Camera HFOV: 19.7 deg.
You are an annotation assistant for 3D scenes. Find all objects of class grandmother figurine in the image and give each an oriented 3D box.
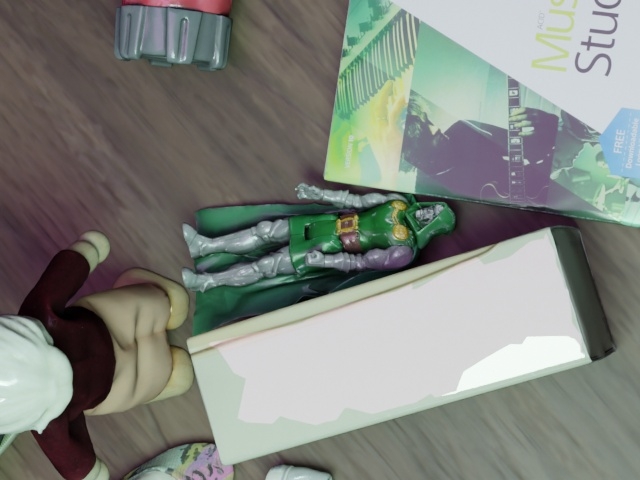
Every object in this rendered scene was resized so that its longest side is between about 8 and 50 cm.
[{"bbox_3d":[-0.197,0.099,1.471,0.104,0.342,0.207,-13,86,16],"label":"grandmother figurine"}]

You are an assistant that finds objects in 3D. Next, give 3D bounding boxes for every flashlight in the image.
[{"bbox_3d":[-0.114,-0.300,1.573,0.103,0.103,0.304,6,93,19],"label":"flashlight"}]

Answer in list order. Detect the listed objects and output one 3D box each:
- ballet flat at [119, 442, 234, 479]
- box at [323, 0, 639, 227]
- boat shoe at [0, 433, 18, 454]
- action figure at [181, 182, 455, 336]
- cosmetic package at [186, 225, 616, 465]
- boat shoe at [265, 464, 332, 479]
[{"bbox_3d":[-0.177,0.246,1.603,0.222,0.079,0.077,-28,82,14],"label":"ballet flat"},{"bbox_3d":[0.174,-0.140,1.511,0.322,0.058,0.232,9,92,17],"label":"box"},{"bbox_3d":[-0.365,0.230,1.639,0.127,0.113,0.340,38,100,12],"label":"boat shoe"},{"bbox_3d":[0.000,0.000,1.551,0.232,0.063,0.137,-11,54,9],"label":"action figure"},{"bbox_3d":[0.068,0.085,1.491,0.310,0.160,0.113,-18,85,14],"label":"cosmetic package"},{"bbox_3d":[-0.016,0.285,1.570,0.063,0.066,0.184,1,81,17],"label":"boat shoe"}]
